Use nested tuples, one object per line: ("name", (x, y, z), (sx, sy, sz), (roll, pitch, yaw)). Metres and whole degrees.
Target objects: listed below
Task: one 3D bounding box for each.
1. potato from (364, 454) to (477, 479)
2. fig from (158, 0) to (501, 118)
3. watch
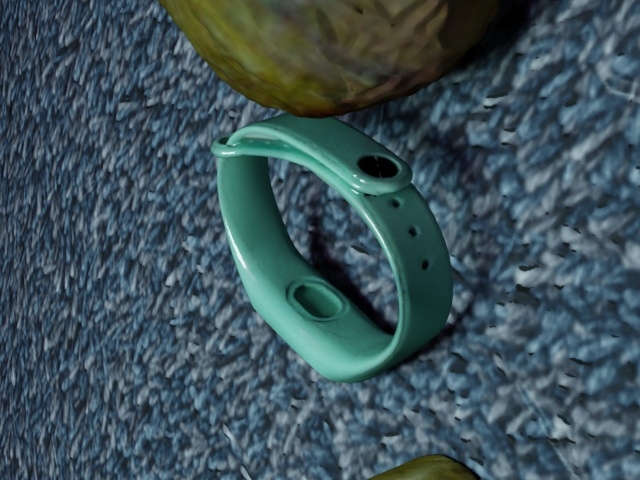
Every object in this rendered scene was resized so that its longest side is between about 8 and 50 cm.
("potato", (0.035, 0.266, 0.849), (0.178, 0.158, 0.204), (-1, 93, 56))
("fig", (-0.052, -0.234, 0.798), (0.286, 0.368, 0.286), (-8, 79, 47))
("watch", (0.000, 0.000, 0.918), (0.237, 0.068, 0.195), (43, 141, 35))
